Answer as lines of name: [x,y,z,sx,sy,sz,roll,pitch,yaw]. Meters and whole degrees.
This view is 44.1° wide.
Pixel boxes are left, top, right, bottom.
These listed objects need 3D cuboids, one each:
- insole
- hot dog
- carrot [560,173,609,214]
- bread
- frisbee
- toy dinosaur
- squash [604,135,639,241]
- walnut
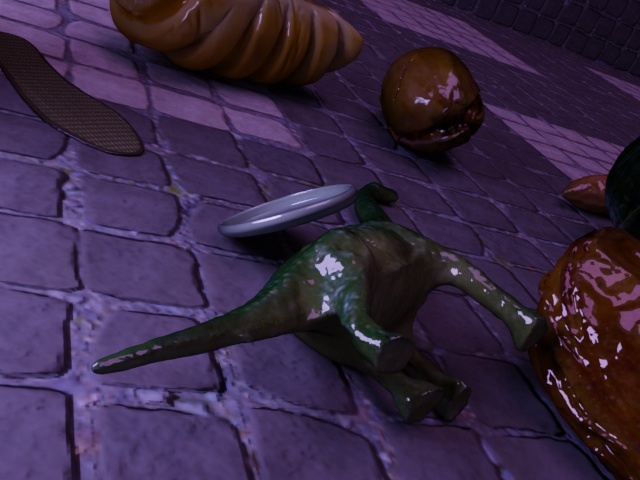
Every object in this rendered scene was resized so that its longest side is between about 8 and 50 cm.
insole: [-0.248,-0.141,0.725,0.253,0.005,0.086,39,28,31]
hot dog: [0.271,0.109,0.545,0.272,0.122,0.196,41,31,25]
carrot: [0.398,-0.063,1.090,0.205,0.072,0.072,-1,34,-32]
bread: [-0.110,-0.262,0.955,0.311,0.121,0.173,0,30,-42]
frisbee: [-0.024,-0.022,0.599,0.110,0.014,0.110,-16,10,3]
toy dinosaur: [0.000,0.000,0.565,0.447,0.087,0.301,7,29,-46]
squash: [0.430,-0.035,0.915,0.218,0.172,0.218,24,18,-9]
walnut: [0.140,-0.179,1.015,0.137,0.137,0.245,23,21,-3]
